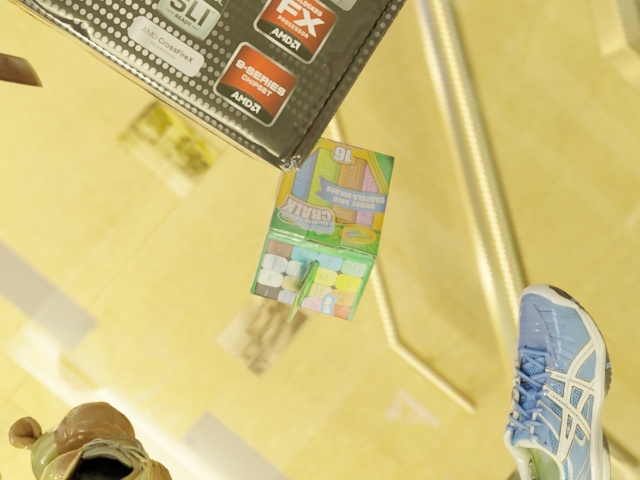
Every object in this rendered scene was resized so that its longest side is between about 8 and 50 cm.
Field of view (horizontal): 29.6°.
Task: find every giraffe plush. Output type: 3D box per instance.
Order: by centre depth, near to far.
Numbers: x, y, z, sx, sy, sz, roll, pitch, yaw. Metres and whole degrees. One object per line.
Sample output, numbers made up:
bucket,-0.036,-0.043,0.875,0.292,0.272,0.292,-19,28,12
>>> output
giraffe plush,-0.219,0.229,1.144,0.181,0.210,0.170,50,-160,-31

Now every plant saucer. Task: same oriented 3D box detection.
plant saucer,-0.456,-0.234,1.572,0.199,0.036,0.198,11,-174,-1

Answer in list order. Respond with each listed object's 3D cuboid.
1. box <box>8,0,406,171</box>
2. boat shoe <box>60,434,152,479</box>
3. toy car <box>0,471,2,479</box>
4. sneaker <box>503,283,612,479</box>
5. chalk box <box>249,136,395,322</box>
box,-0.067,-0.184,0.428,0.270,0.216,0.060,33,180,-17
boat shoe,-0.153,0.166,0.848,0.056,0.048,0.153,9,-165,9
toy car,-0.421,0.354,1.242,0.053,0.225,0.239,35,128,34
sneaker,0.202,0.143,1.055,0.080,0.081,0.211,-6,96,48
chalk box,0.000,0.000,1.429,0.132,0.213,0.132,15,142,-4
